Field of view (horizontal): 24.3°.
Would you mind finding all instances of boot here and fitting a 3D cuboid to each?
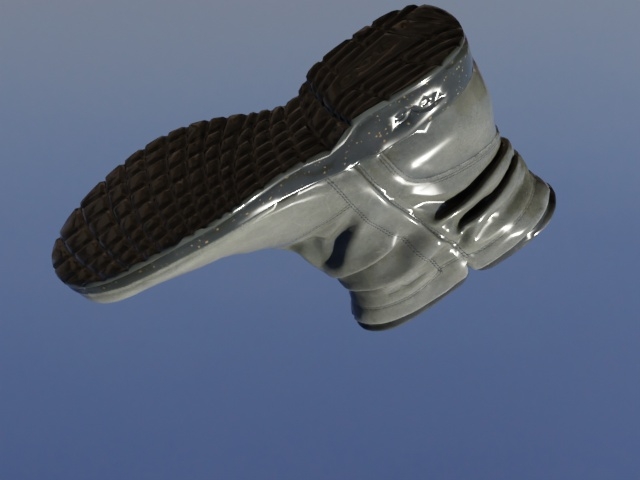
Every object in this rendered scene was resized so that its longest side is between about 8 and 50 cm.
[{"bbox_3d":[0.000,0.000,0.777,0.246,0.161,0.083,-29,-139,3],"label":"boot"}]
